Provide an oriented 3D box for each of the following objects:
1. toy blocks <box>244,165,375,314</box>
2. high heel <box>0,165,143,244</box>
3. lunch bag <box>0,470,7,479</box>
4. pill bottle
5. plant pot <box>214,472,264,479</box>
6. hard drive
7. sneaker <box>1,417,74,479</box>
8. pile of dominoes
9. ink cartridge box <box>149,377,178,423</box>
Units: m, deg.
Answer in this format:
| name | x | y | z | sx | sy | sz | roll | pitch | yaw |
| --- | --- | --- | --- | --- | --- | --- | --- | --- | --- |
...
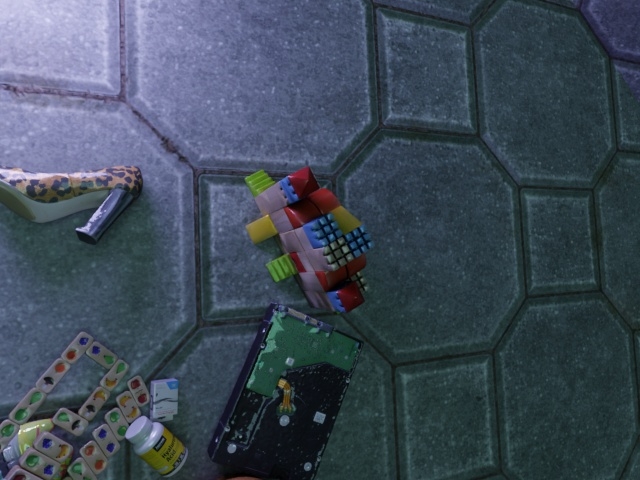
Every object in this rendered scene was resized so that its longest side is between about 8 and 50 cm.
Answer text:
| name | x | y | z | sx | sy | sz | roll | pitch | yaw |
| --- | --- | --- | --- | --- | --- | --- | --- | --- | --- |
| toy blocks | 0.000 | 0.000 | 0.914 | 0.190 | 0.261 | 0.382 | -30 | 98 | -22 |
| high heel | -0.484 | -0.118 | 0.834 | 0.261 | 0.093 | 0.186 | 28 | 53 | -6 |
| lunch bag | -0.551 | 0.485 | 0.659 | 0.160 | 0.262 | 0.224 | -32 | 99 | -60 |
| pill bottle | -0.315 | 0.392 | 0.843 | 0.065 | 0.065 | 0.116 | -44 | 114 | -20 |
| plant pot | -0.149 | 0.585 | 0.834 | 0.290 | 0.203 | 0.291 | 2 | 85 | -22 |
| hard drive | -0.068 | 0.335 | 0.965 | 0.236 | 0.064 | 0.339 | 27 | 77 | -19 |
| sneaker | -0.479 | 0.413 | 0.776 | 0.094 | 0.081 | 0.209 | -19 | 95 | -29 |
| pile of dominoes | -0.426 | 0.319 | 0.779 | 0.196 | 0.040 | 0.251 | 46 | 52 | -23 |
| ink cartridge box | -0.311 | 0.321 | 0.876 | 0.048 | 0.028 | 0.083 | 3 | 85 | -36 |
